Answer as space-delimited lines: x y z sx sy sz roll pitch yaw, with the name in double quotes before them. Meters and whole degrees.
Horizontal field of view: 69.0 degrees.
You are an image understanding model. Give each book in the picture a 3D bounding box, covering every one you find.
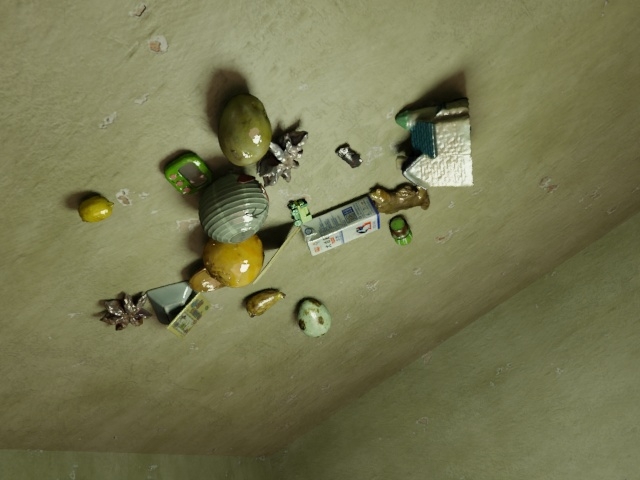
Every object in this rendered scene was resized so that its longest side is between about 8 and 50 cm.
"book" -0.552 0.319 1.967 0.192 0.013 0.168 -50 159 -18
"book" -0.173 0.057 1.829 0.018 0.241 0.170 39 134 -4

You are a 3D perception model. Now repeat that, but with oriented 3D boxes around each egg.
"egg" -0.034 0.385 2.319 0.169 0.169 0.231 -22 132 -4

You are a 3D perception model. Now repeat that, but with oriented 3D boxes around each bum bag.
"bum bag" 0.108 -0.305 1.711 0.058 0.034 0.124 -30 143 28

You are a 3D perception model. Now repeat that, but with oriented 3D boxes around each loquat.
"loquat" -0.326 0.060 1.743 0.235 0.235 0.235 -15 140 -13

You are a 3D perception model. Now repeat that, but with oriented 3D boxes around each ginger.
"ginger" 0.348 -0.172 1.956 0.333 0.080 0.166 -2 148 -22

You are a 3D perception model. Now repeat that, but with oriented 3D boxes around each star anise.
"star anise" -0.128 -0.278 1.552 0.236 0.093 0.229 -46 158 7
"star anise" -0.791 0.294 1.883 0.197 0.073 0.212 -13 138 -19

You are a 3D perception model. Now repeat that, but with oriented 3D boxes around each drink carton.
"drink carton" 0.081 -0.059 1.913 0.315 0.106 0.130 -22 150 -3

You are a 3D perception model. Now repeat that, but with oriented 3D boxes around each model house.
"model house" 0.414 -0.349 1.700 0.285 0.243 0.298 -5 116 15

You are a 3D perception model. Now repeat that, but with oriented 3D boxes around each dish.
"dish" -0.612 0.287 1.967 0.182 0.080 0.243 -15 141 -14

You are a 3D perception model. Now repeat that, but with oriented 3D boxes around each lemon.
"lemon" -0.707 -0.100 1.471 0.111 0.082 0.082 -25 142 -7

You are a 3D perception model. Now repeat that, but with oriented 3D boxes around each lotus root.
"lotus root" -0.255 0.277 2.143 0.191 0.094 0.108 -31 163 -6

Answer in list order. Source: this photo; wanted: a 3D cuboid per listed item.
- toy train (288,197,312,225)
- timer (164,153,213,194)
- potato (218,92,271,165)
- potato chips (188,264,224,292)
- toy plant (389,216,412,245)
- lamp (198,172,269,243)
"toy train" -0.080 -0.109 1.823 0.081 0.050 0.122 -24 141 -8
"timer" -0.428 -0.216 1.516 0.128 0.047 0.140 -29 142 7
"potato" -0.231 -0.321 1.406 0.159 0.174 0.251 7 148 -22
"potato chips" -0.436 0.134 1.899 0.208 0.061 0.195 -40 145 16
"toy plant" 0.367 -0.034 2.114 0.093 0.092 0.162 -29 145 5
"lamp" -0.292 -0.114 1.567 0.233 0.233 0.265 1 158 -29
